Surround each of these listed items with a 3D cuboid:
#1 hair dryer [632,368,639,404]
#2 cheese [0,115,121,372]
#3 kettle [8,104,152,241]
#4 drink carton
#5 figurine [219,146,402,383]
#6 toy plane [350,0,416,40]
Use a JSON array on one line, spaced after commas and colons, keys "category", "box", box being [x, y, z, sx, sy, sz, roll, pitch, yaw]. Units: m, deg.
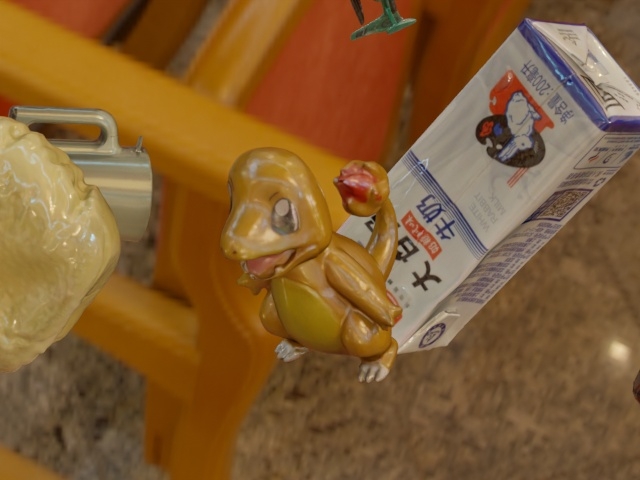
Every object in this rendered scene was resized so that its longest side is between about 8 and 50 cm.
[{"category": "hair dryer", "box": [0.373, 0.154, 1.043, 0.312, 0.340, 0.123, 47, 56, -25]}, {"category": "cheese", "box": [-0.300, 0.004, 1.737, 0.214, 0.226, 0.117, 43, 20, -5]}, {"category": "kettle", "box": [-0.247, -0.060, 1.921, 0.148, 0.127, 0.098, 5, 54, -20]}, {"category": "drink carton", "box": [0.144, -0.045, 1.704, 0.106, 0.315, 0.130, -3, 52, -52]}, {"category": "figurine", "box": [0.001, -0.004, 1.181, 0.121, 0.176, 0.122, 17, 65, 35]}, {"category": "toy plane", "box": [0.063, -0.266, 1.943, 0.096, 0.235, 0.060, -30, 69, -3]}]
